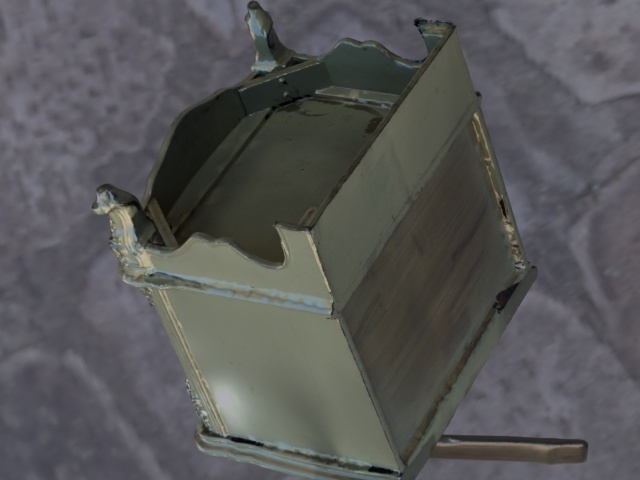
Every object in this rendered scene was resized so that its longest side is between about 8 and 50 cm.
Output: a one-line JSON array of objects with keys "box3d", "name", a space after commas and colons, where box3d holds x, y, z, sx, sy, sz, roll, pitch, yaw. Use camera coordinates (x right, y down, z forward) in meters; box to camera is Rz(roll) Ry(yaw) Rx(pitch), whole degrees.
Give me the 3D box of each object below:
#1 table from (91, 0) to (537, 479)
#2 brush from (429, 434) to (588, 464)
[{"box3d": [0.000, 0.000, 0.442, 0.062, 0.079, 0.083, 9, 138, 31], "name": "table"}, {"box3d": [0.076, 0.140, 1.207, 0.190, 0.028, 0.034, 1, 151, 4], "name": "brush"}]
